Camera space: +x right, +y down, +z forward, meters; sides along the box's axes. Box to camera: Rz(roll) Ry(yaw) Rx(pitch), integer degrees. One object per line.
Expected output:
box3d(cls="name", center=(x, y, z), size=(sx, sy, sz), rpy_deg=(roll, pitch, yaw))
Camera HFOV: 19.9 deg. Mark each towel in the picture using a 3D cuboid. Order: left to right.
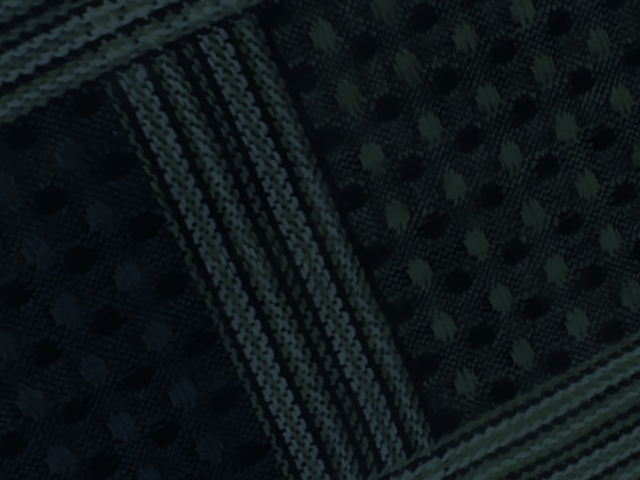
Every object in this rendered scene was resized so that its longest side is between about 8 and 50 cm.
box3d(cls="towel", center=(0.000, 0.000, 0.481), size=(0.324, 0.056, 0.312), rpy_deg=(-26, 110, -11))
